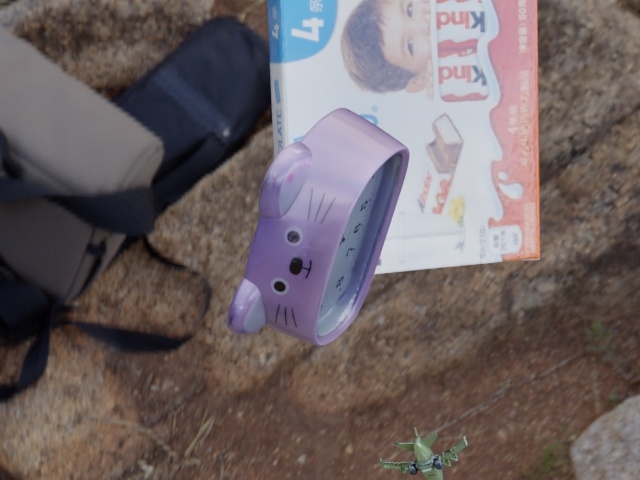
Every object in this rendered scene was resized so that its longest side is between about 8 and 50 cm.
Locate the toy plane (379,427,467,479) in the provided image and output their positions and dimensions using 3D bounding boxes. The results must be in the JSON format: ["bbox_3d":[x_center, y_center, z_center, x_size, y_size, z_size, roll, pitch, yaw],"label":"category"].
[{"bbox_3d":[0.122,0.254,1.435,0.102,0.111,0.040,-13,45,13],"label":"toy plane"}]

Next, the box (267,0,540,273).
[{"bbox_3d":[0.084,-0.106,1.188,0.264,0.048,0.274,-6,100,-19],"label":"box"}]

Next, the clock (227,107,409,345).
[{"bbox_3d":[0.000,0.000,0.788,0.050,0.153,0.110,26,30,19],"label":"clock"}]
